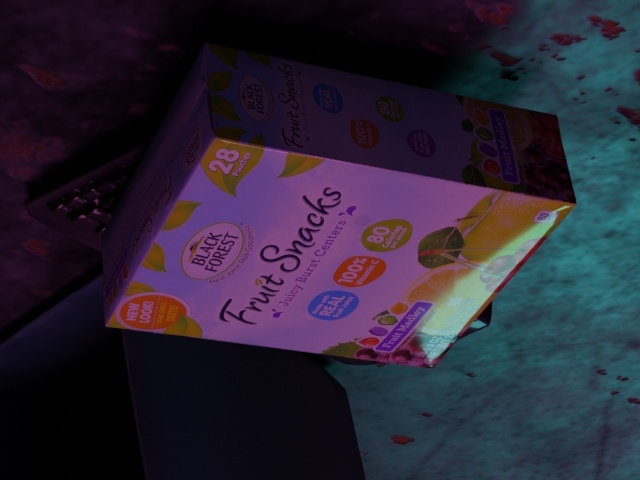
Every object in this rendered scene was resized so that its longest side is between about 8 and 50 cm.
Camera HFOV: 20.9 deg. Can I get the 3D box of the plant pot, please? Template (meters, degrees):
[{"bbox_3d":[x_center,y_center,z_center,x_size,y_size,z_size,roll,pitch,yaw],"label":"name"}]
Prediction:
[{"bbox_3d":[-0.086,0.145,1.147,0.234,0.165,0.165,15,143,-44],"label":"plant pot"}]

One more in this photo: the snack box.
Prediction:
[{"bbox_3d":[0.004,-0.011,0.941,0.207,0.070,0.174,10,141,-22],"label":"snack box"}]

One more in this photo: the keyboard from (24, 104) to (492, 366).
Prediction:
[{"bbox_3d":[0.000,0.000,1.047,0.201,0.033,0.317,-29,143,31],"label":"keyboard"}]
